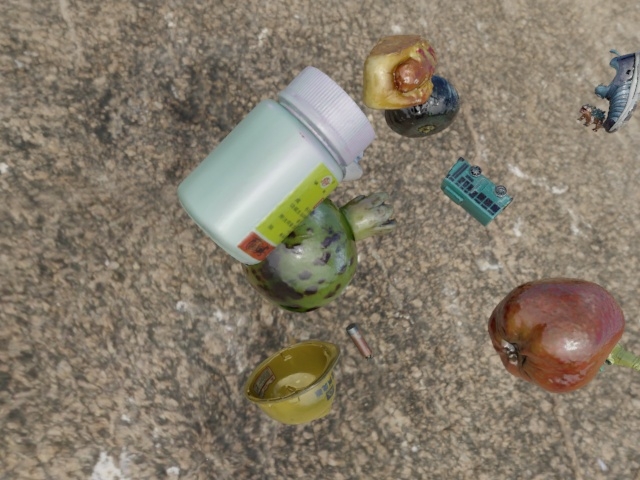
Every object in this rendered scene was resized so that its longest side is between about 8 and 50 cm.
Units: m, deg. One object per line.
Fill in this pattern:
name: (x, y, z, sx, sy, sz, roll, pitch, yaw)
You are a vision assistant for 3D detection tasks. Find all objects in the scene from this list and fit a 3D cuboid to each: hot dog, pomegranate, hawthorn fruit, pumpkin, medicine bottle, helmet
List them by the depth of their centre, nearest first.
medicine bottle: (-0.054, -0.090, 0.566, 0.225, 0.139, 0.139, -45, 81, 2)
hawthorn fruit: (0.343, 0.112, 0.635, 0.204, 0.162, 0.162, -27, 74, -15)
pomegranate: (-0.002, 0.016, 0.882, 0.306, 0.242, 0.242, -2, 65, -25)
helmet: (-0.041, 0.340, 1.040, 0.205, 0.257, 0.140, -44, 113, -46)
hot dog: (0.194, -0.396, 1.075, 0.153, 0.150, 0.256, 6, 36, 15)
pumpkin: (0.314, -0.412, 1.427, 0.233, 0.233, 0.162, -10, 83, -18)

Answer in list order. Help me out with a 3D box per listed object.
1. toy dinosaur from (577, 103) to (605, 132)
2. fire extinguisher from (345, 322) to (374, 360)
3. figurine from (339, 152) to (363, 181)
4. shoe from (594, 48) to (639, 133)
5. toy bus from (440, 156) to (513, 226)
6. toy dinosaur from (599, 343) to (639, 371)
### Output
toy dinosaur: (0.736, -0.327, 1.229, 0.154, 0.055, 0.049, 14, 28, -34)
fire extinguisher: (0.078, 0.194, 0.865, 0.083, 0.023, 0.028, 58, 36, -13)
figurine: (0.021, -0.207, 0.987, 0.208, 0.129, 0.183, 47, 28, -25)
shoe: (0.762, -0.380, 1.173, 0.106, 0.207, 0.092, 16, 19, 35)
toy bus: (0.368, -0.116, 1.103, 0.092, 0.079, 0.160, -43, 75, -6)
toy dinosaur: (0.649, 0.250, 1.061, 0.094, 0.153, 0.259, -39, 53, -15)
